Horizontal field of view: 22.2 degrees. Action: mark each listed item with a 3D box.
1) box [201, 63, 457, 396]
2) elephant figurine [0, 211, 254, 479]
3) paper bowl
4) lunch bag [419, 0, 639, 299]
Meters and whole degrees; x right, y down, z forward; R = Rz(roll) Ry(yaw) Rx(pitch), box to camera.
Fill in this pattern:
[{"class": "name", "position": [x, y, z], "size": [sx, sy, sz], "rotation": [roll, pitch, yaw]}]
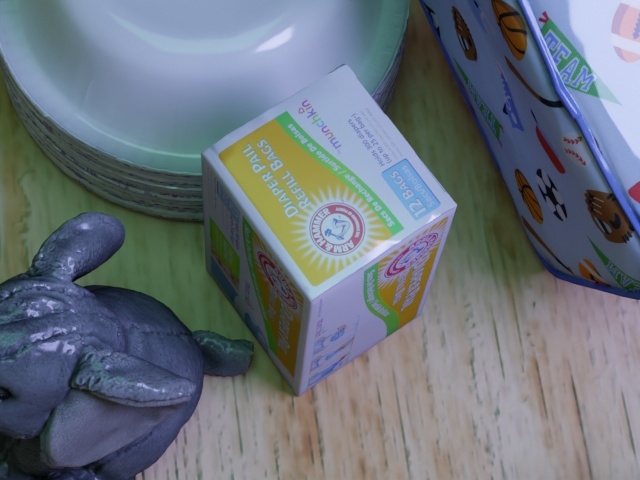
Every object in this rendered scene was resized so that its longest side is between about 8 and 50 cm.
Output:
[{"class": "box", "position": [0.000, 0.000, 1.002], "size": [0.103, 0.203, 0.114], "rotation": [-33, 74, -14]}, {"class": "elephant figurine", "position": [-0.152, 0.070, 0.948], "size": [0.169, 0.239, 0.186], "rotation": [26, 70, 8]}, {"class": "paper bowl", "position": [-0.080, -0.167, 1.096], "size": [0.284, 0.148, 0.284], "rotation": [1, 68, -3]}, {"class": "lunch bag", "position": [0.150, -0.117, 1.009], "size": [0.115, 0.243, 0.303], "rotation": [-26, 101, -8]}]
